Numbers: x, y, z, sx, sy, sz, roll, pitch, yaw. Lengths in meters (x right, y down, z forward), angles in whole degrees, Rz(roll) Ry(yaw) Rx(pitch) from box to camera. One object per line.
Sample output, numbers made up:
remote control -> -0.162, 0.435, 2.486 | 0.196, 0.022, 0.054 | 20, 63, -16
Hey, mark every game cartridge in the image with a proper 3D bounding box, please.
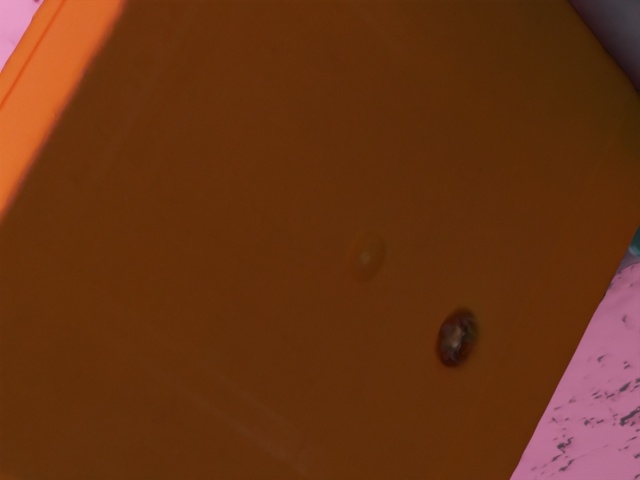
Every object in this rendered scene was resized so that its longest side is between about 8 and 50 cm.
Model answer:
game cartridge -> 0.000, 0.000, 0.720 | 0.053, 0.285, 0.324 | 18, 164, 42

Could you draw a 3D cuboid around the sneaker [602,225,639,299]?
sneaker -> 0.126, 0.001, 0.906 | 0.098, 0.069, 0.038 | -33, 106, -27
